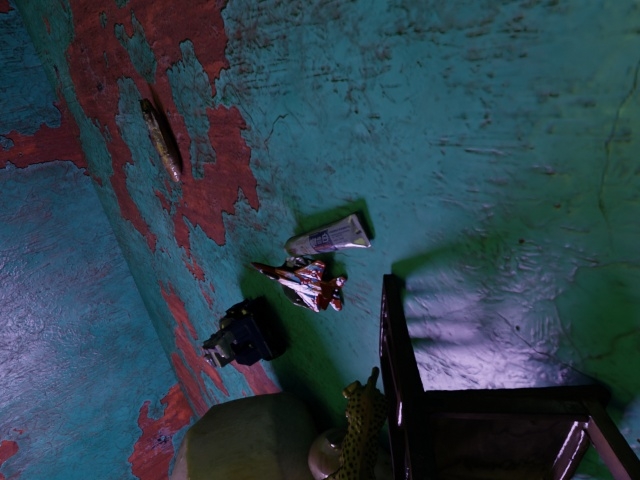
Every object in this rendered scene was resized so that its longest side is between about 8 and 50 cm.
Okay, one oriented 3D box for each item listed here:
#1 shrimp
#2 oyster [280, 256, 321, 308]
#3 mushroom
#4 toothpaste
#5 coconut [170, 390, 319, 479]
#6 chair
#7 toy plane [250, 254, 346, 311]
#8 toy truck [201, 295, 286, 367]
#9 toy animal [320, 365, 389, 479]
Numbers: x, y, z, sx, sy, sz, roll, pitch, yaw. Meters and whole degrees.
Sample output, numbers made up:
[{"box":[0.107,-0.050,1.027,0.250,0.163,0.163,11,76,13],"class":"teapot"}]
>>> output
[{"box":[-0.421,-0.259,1.107,0.126,0.047,0.223,18,130,60],"class":"shrimp"},{"box":[-0.035,0.081,0.842,0.098,0.037,0.100,11,102,29],"class":"oyster"},{"box":[0.068,0.504,0.872,0.255,0.184,0.255,46,158,24],"class":"mushroom"},{"box":[0.000,0.000,0.722,0.233,0.038,0.060,-14,106,54],"class":"toothpaste"},{"box":[-0.191,0.578,1.061,0.344,0.415,0.415,-118,3,-84],"class":"coconut"},{"box":[0.203,0.239,0.505,0.241,0.416,0.203,0,124,5],"class":"chair"},{"box":[-0.043,0.069,0.785,0.189,0.061,0.130,24,133,21],"class":"toy plane"},{"box":[-0.206,0.252,1.062,0.213,0.177,0.161,-21,97,57],"class":"toy truck"},{"box":[0.057,0.235,0.510,0.073,0.181,0.136,15,156,1],"class":"toy animal"}]
